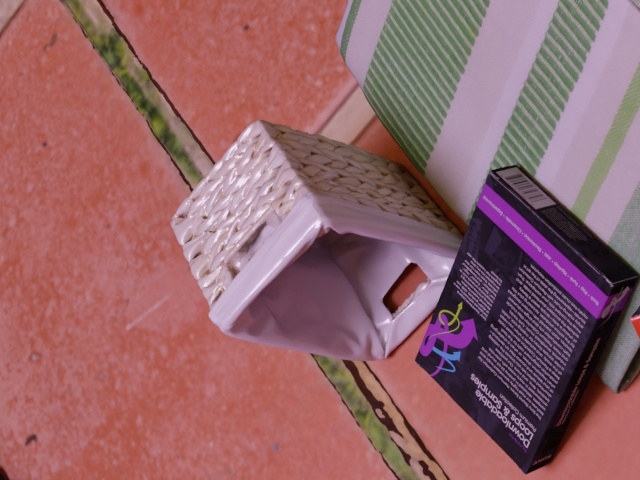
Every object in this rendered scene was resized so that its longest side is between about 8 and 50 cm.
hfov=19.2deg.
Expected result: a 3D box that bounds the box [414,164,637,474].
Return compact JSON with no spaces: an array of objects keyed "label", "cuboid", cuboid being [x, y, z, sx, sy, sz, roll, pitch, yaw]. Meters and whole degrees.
[{"label":"box","cuboid":[0.125,0.051,1.185,0.116,0.029,0.162,46,133,32]}]

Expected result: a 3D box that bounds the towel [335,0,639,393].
[{"label":"towel","cuboid":[0.131,-0.100,1.175,0.325,0.038,0.248,50,141,28]}]

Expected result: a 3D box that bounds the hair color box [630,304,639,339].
[{"label":"hair color box","cuboid":[0.231,0.084,1.070,0.043,0.072,0.141,-18,106,35]}]

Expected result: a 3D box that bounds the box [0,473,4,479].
[{"label":"box","cuboid":[-0.275,0.320,1.420,0.165,0.143,0.270,-51,58,22]}]

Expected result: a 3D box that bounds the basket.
[{"label":"basket","cuboid":[0.000,0.000,1.238,0.113,0.167,0.103,-48,55,23]}]
